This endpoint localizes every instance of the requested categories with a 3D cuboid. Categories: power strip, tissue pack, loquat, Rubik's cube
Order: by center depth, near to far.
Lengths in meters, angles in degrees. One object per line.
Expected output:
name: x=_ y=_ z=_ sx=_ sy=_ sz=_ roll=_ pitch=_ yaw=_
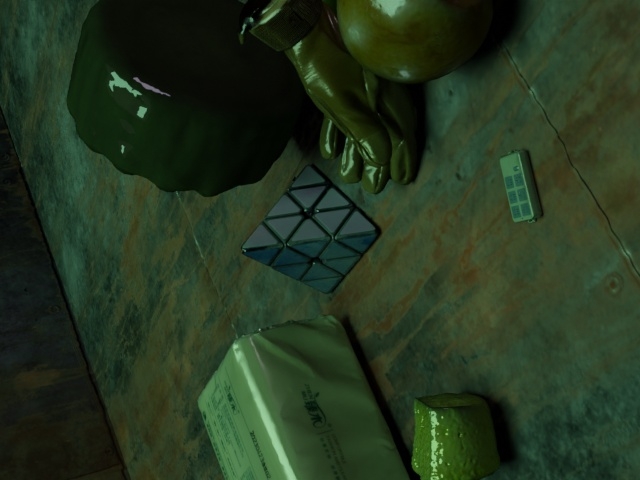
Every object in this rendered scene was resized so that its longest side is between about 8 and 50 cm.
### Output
loquat: x=0.107 y=-0.276 z=1.250 sx=0.227 sy=0.179 sz=0.179 roll=172 pitch=86 yaw=-69
power strip: x=0.237 y=-0.064 z=1.254 sx=0.040 sy=0.016 sz=0.090 roll=-16 pitch=87 yaw=61
Rubik's cube: x=0.000 y=0.000 z=1.589 sx=0.178 sy=0.190 sz=0.211 roll=-4 pitch=102 yaw=44
tissue pack: x=-0.025 y=0.347 z=1.679 sx=0.380 sy=0.207 sz=0.297 roll=66 pitch=151 yaw=21

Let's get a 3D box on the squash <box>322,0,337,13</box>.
squash: x=0.015 y=-0.355 z=1.469 sx=0.082 sy=0.082 sz=0.292 roll=35 pitch=131 yaw=51

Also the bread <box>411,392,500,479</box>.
bread: x=0.177 y=0.263 z=1.390 sx=0.129 sy=0.111 sz=0.114 roll=-179 pitch=82 yaw=-76

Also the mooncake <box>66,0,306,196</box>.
mooncake: x=-0.205 y=-0.231 z=1.628 sx=0.356 sy=0.356 sz=0.194 roll=60 pitch=139 yaw=29

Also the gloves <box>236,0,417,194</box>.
gloves: x=0.031 y=-0.208 z=1.404 sx=0.331 sy=0.141 sz=0.154 roll=50 pitch=160 yaw=-22
